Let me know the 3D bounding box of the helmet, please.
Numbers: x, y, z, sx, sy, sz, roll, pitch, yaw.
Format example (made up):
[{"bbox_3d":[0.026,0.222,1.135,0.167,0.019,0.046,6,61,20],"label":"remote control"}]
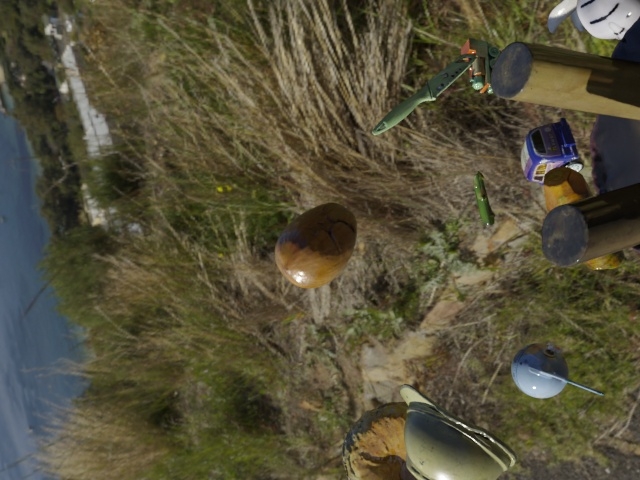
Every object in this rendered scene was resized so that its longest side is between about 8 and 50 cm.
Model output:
[{"bbox_3d":[0.235,0.414,1.100,0.257,0.137,0.204,25,157,30],"label":"helmet"}]

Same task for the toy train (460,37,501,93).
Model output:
[{"bbox_3d":[0.522,-0.561,1.813,0.074,0.118,0.176,126,147,-71],"label":"toy train"}]

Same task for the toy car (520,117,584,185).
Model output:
[{"bbox_3d":[0.725,-0.260,1.785,0.235,0.157,0.172,68,-163,-59],"label":"toy car"}]

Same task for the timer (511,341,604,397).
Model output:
[{"bbox_3d":[0.660,0.363,1.596,0.255,0.175,0.176,-42,67,59],"label":"timer"}]

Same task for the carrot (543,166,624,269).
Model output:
[{"bbox_3d":[0.668,-0.053,1.436,0.114,0.114,0.302,-8,128,52],"label":"carrot"}]

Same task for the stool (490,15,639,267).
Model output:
[{"bbox_3d":[0.273,-0.099,0.401,0.272,0.178,0.272,-178,90,-68],"label":"stool"}]

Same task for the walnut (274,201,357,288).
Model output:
[{"bbox_3d":[0.000,0.000,1.567,0.203,0.298,0.203,27,148,18],"label":"walnut"}]

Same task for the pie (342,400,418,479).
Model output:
[{"bbox_3d":[0.222,0.561,1.398,0.083,0.339,0.340,64,-171,-85],"label":"pie"}]

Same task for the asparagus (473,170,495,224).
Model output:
[{"bbox_3d":[0.309,-0.081,1.063,0.021,0.025,0.108,8,119,61],"label":"asparagus"}]

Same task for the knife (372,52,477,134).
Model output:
[{"bbox_3d":[0.224,-0.311,1.195,0.043,0.293,0.020,47,169,14],"label":"knife"}]

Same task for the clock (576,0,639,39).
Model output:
[{"bbox_3d":[0.414,-0.384,0.836,0.080,0.117,0.176,-35,59,55],"label":"clock"}]

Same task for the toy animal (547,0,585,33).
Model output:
[{"bbox_3d":[0.568,-0.559,1.199,0.131,0.103,0.221,68,157,15],"label":"toy animal"}]
